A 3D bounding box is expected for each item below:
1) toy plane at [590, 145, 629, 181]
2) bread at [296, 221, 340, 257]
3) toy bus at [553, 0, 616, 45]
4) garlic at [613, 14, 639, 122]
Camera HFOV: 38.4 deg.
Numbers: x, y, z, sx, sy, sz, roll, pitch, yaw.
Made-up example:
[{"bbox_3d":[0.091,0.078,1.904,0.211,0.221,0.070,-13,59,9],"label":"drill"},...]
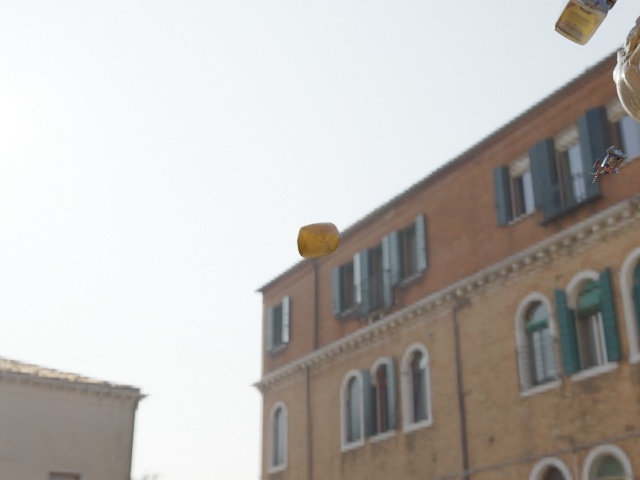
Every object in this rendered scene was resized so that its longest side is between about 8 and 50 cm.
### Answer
[{"bbox_3d":[0.599,-0.157,1.909,0.145,0.037,0.060,-24,-38,-52],"label":"toy plane"},{"bbox_3d":[0.000,0.000,2.116,0.115,0.082,0.056,-6,13,-44],"label":"bread"},{"bbox_3d":[0.521,-0.474,1.791,0.092,0.268,0.106,30,-51,1],"label":"toy bus"},{"bbox_3d":[0.595,-0.310,1.595,0.152,0.227,0.228,11,-25,-8],"label":"garlic"}]
